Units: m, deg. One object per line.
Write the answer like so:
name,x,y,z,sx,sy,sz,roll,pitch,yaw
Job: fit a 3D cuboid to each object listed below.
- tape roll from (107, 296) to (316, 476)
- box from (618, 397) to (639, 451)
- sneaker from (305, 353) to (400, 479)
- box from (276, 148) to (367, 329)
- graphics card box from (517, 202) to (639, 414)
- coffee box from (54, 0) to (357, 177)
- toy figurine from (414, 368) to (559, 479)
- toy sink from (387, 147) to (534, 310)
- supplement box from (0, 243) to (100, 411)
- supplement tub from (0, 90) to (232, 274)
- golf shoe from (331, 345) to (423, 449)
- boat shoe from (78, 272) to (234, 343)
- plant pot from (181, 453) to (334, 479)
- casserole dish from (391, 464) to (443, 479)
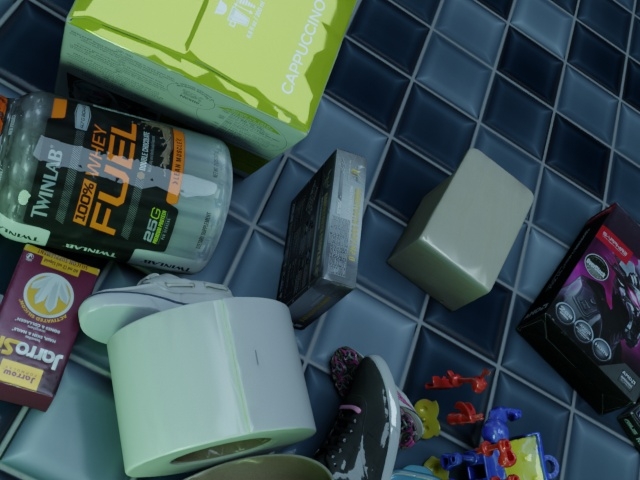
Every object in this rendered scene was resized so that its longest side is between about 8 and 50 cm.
tape roll,-0.141,0.192,1.042,0.246,0.246,0.169,-2,66,-29
box,0.669,0.362,1.513,0.190,0.045,0.184,-25,77,-35
sneaker,0.020,0.298,1.133,0.146,0.104,0.296,14,76,-24
box,0.000,0.000,1.253,0.056,0.183,0.231,18,57,-19
graphics card box,0.553,0.120,1.545,0.233,0.094,0.371,46,54,0
coffee box,-0.159,-0.331,1.191,0.338,0.334,0.338,24,76,-16
toy figurine,0.304,0.375,1.230,0.217,0.191,0.363,5,64,-31
toy sink,0.247,-0.020,1.429,0.152,0.131,0.234,36,59,-7
supplement box,-0.373,0.115,1.057,0.104,0.081,0.188,22,57,-18
supplement tub,-0.308,-0.081,1.114,0.338,0.207,0.207,12,60,-22
golf shoe,0.087,0.242,1.259,0.186,0.067,0.086,51,16,13
boat shoe,-0.218,0.088,1.123,0.267,0.096,0.088,6,47,-43
plant pot,-0.093,0.414,0.965,0.284,0.284,0.191,-25,105,-35
casserole dish,0.127,0.412,1.167,0.114,0.037,0.188,8,58,12
